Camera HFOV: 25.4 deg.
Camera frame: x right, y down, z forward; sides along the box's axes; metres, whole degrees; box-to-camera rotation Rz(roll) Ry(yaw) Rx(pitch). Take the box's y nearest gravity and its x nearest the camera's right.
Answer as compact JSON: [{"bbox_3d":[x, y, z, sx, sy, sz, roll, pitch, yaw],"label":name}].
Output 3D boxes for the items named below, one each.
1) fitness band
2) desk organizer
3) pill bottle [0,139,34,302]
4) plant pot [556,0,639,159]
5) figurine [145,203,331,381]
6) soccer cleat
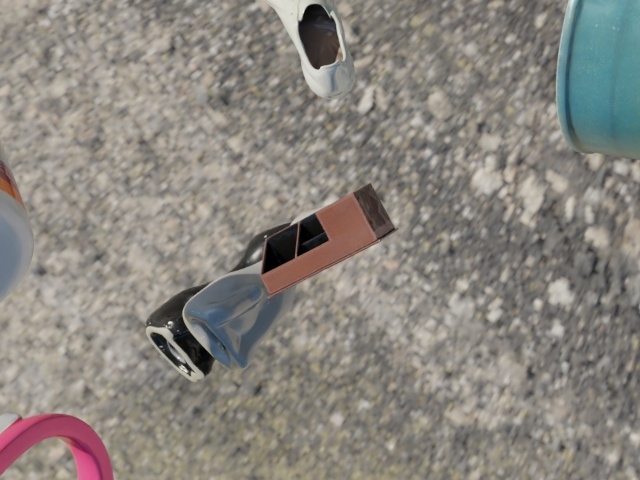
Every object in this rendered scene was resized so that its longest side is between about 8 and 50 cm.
[{"bbox_3d":[-0.324,0.310,1.507,0.054,0.291,0.209,-2,121,34],"label":"fitness band"},{"bbox_3d":[0.000,0.000,1.296,0.130,0.047,0.050,-28,92,29],"label":"desk organizer"},{"bbox_3d":[-0.257,-0.062,0.851,0.121,0.121,0.221,-56,47,34],"label":"pill bottle"},{"bbox_3d":[0.380,-0.173,1.240,0.255,0.272,0.271,20,123,27],"label":"plant pot"},{"bbox_3d":[-0.070,0.044,1.541,0.092,0.209,0.215,48,156,-9],"label":"figurine"},{"bbox_3d":[-0.014,-0.228,1.371,0.068,0.076,0.196,-21,70,-5],"label":"soccer cleat"}]
